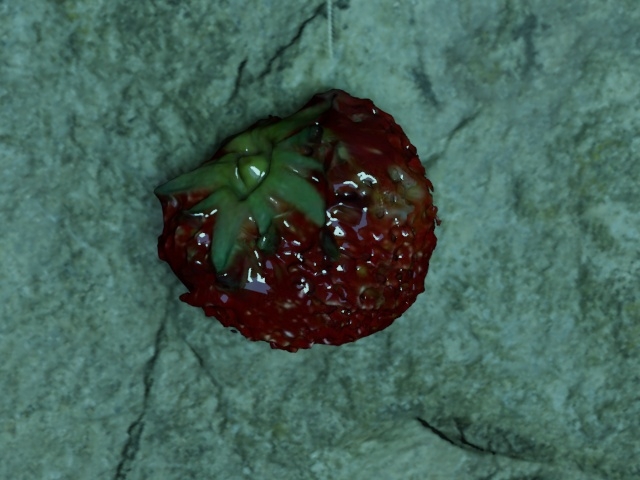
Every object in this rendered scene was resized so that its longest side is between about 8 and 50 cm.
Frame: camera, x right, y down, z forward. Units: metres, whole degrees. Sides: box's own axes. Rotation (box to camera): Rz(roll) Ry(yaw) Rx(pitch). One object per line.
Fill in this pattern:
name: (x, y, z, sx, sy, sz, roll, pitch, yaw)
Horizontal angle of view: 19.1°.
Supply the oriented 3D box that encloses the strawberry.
strawberry: (0.000, 0.000, 1.331, 0.187, 0.184, 0.201, -57, 136, -14)
